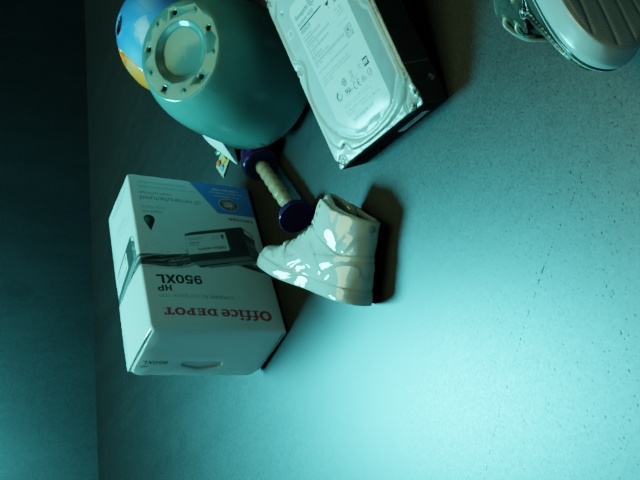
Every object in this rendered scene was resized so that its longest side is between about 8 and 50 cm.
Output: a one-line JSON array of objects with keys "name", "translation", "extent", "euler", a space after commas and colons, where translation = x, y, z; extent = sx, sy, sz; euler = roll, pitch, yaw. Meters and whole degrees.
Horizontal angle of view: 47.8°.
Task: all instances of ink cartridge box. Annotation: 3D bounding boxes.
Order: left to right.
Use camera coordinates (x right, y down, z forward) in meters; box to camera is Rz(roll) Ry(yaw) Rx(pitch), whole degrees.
[{"name": "ink cartridge box", "translation": [-0.266, 0.070, 1.514], "extent": [0.166, 0.285, 0.395], "euler": [-55, 41, 40]}]

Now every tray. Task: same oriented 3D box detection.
[{"name": "tray", "translation": [-0.278, -0.297, 1.665], "extent": [0.030, 0.270, 0.145], "euler": [-44, 48, -10]}]

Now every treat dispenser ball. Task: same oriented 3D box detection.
[{"name": "treat dispenser ball", "translation": [-0.342, -0.488, 1.735], "extent": [0.288, 0.288, 0.288], "euler": [-15, 73, 59]}]

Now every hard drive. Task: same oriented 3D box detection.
[{"name": "hard drive", "translation": [0.042, -0.313, 1.147], "extent": [0.237, 0.064, 0.339], "euler": [-33, 77, 54]}]

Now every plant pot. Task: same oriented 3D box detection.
[{"name": "plant pot", "translation": [-0.199, -0.336, 1.389], "extent": [0.292, 0.235, 0.293], "euler": [-1, 88, 29]}]

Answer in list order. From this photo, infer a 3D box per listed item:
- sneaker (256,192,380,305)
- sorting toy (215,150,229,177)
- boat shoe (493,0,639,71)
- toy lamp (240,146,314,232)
[{"name": "sneaker", "translation": [0.000, 0.000, 1.252], "extent": [0.292, 0.108, 0.169], "euler": [15, 97, 50]}, {"name": "sorting toy", "translation": [-0.249, -0.201, 1.802], "extent": [0.083, 0.012, 0.062], "euler": [51, 129, 50]}, {"name": "boat shoe", "translation": [0.264, -0.286, 0.832], "extent": [0.119, 0.121, 0.335], "euler": [116, 156, -45]}, {"name": "toy lamp", "translation": [-0.098, -0.117, 1.458], "extent": [0.275, 0.080, 0.080], "euler": [57, 133, 48]}]
